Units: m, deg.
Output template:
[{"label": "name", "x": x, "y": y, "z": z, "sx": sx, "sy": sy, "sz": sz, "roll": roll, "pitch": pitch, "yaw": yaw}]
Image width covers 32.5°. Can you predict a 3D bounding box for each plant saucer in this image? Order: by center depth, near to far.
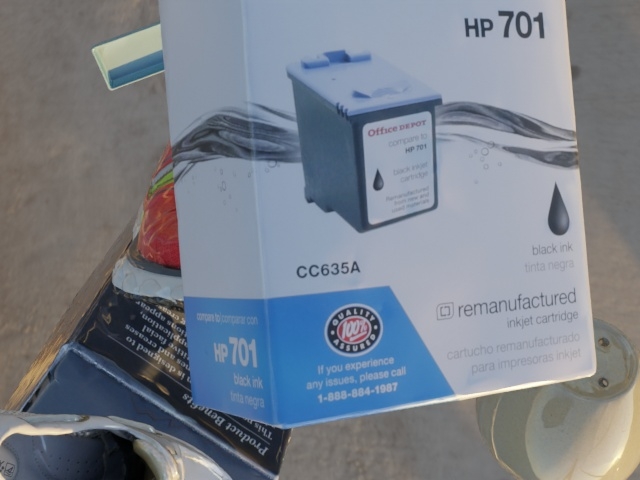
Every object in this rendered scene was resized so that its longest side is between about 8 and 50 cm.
[{"label": "plant saucer", "x": -0.180, "y": -0.245, "z": 1.346, "sx": 0.192, "sy": 0.018, "sz": 0.067, "roll": -20, "pitch": 135, "yaw": -2}]

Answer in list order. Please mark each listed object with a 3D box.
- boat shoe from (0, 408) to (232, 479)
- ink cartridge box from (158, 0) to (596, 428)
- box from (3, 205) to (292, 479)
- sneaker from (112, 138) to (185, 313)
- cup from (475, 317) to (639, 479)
[{"label": "boat shoe", "x": -0.133, "y": 0.165, "z": 0.715, "sx": 0.277, "sy": 0.096, "sz": 0.098, "roll": 25, "pitch": 66, "yaw": -51}, {"label": "ink cartridge box", "x": 0.020, "y": -0.036, "z": 0.418, "sx": 0.140, "sy": 0.082, "sz": 0.190, "roll": -6, "pitch": 92, "yaw": -27}, {"label": "box", "x": -0.161, "y": 0.128, "z": 1.108, "sx": 0.212, "sy": 0.395, "sz": 0.293, "roll": 35, "pitch": 123, "yaw": -10}, {"label": "sneaker", "x": -0.047, "y": -0.028, "z": 0.574, "sx": 0.107, "sy": 0.279, "sz": 0.118, "roll": 15, "pitch": 99, "yaw": -18}, {"label": "cup", "x": 0.464, "y": 0.269, "z": 1.999, "sx": 0.331, "sy": 0.331, "sz": 0.237, "roll": -7, "pitch": 148, "yaw": -6}]
